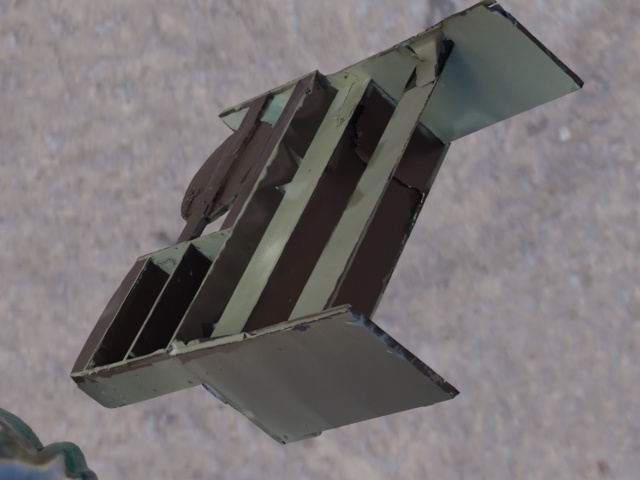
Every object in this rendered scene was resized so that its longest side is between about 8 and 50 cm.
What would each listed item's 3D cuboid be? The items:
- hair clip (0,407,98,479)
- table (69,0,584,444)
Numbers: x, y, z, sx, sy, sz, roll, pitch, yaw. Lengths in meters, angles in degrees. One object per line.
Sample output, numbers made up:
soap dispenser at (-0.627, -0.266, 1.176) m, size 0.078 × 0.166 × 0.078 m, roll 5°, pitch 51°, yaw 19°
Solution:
hair clip at (-0.191, 0.182, 0.825) m, size 0.110 × 0.095 × 0.358 m, roll 20°, pitch 142°, yaw -8°
table at (0.000, 0.000, 0.691) m, size 0.062 × 0.146 × 0.175 m, roll 41°, pitch 146°, yaw -22°
